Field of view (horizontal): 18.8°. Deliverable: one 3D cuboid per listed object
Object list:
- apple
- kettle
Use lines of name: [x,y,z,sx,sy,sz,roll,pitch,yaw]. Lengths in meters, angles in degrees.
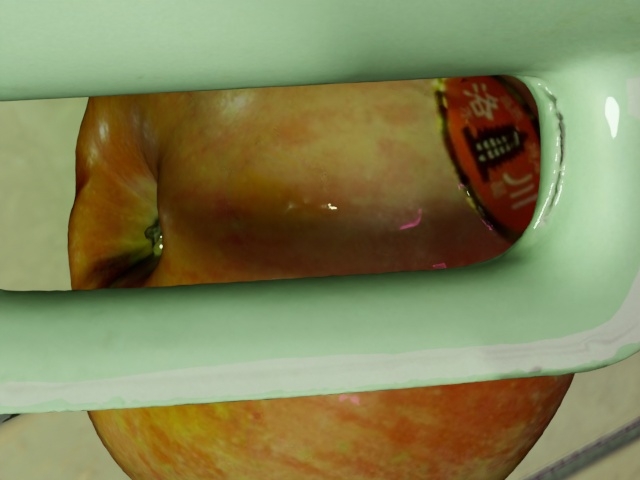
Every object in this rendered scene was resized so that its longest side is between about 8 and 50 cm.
apple: [0.000,0.000,0.657,0.164,0.209,0.209,10,114,-23]
kettle: [-0.056,-0.108,0.482,0.318,0.265,0.205,-2,154,-8]
